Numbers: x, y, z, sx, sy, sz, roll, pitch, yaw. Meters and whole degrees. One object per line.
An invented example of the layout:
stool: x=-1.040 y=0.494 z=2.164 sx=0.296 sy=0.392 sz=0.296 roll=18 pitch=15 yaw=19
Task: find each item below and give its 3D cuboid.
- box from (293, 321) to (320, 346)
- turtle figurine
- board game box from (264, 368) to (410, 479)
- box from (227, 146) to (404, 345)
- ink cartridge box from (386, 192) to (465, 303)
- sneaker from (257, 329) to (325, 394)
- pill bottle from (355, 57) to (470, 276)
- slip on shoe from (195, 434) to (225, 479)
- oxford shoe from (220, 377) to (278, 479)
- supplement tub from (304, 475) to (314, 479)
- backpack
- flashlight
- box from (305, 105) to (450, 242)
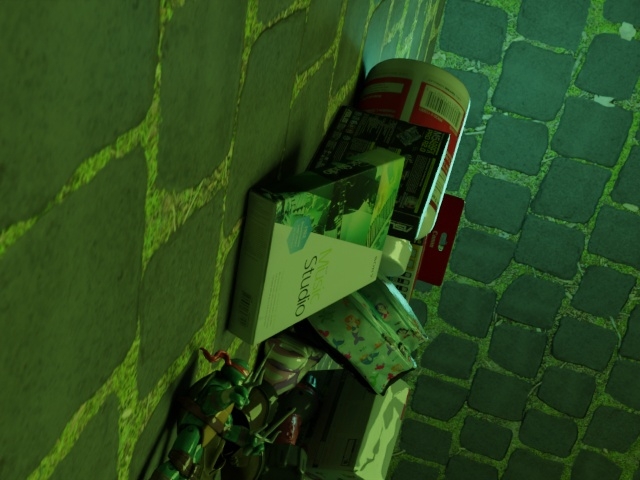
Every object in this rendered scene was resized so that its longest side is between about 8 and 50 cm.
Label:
box: x=0.012 y=0.144 z=1.908 sx=0.156 sy=0.093 sz=0.158 roll=80 pitch=29 yaw=-71
turtle figurine: x=-0.131 y=0.234 z=1.111 sx=0.234 sy=0.118 sz=0.175 roll=-55 pitch=151 yaw=-16
board game box: x=0.025 y=0.389 z=1.833 sx=0.097 sy=0.303 sz=0.224 roll=38 pitch=59 yaw=-31
box: x=0.000 y=0.000 z=1.324 sx=0.322 sy=0.058 sz=0.233 roll=-25 pitch=134 yaw=-49
ink cartridge box: x=0.202 y=0.007 z=2.252 sx=0.130 sy=0.271 sz=0.310 roll=-64 pitch=166 yaw=-49
sneaker: x=-0.063 y=0.235 z=1.644 sx=0.105 sy=0.095 sz=0.236 roll=-68 pitch=167 yaw=6
pill bottle: x=0.147 y=-0.145 z=1.791 sx=0.229 sy=0.228 sz=0.408 roll=79 pitch=29 yaw=-71
slip on shoe: x=-0.164 y=0.334 z=1.316 sx=0.051 sy=0.041 sz=0.135 roll=-63 pitch=166 yaw=-51
oxford shoe: x=-0.139 y=0.329 z=1.411 sx=0.096 sy=0.082 sz=0.227 roll=-30 pitch=138 yaw=-50
supplement tub: x=-0.082 y=0.591 z=1.553 sx=0.331 sy=0.240 sz=0.241 roll=-65 pitch=169 yaw=-74
backpack: x=0.069 y=0.149 z=1.682 sx=0.191 sy=0.253 sz=0.225 roll=-45 pitch=-146 yaw=7
flashlight: x=-0.054 y=0.367 z=1.687 sx=0.304 sy=0.103 sz=0.103 roll=-84 pitch=-172 yaw=-70
box: x=0.100 y=-0.126 z=1.570 sx=0.270 sy=0.216 sz=0.060 roll=-66 pitch=168 yaw=-47
